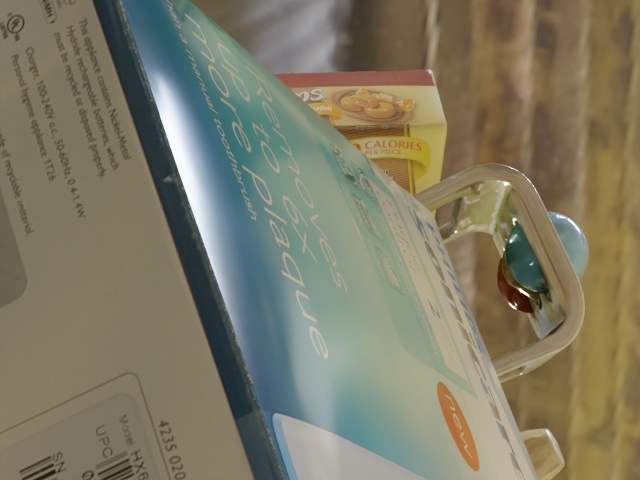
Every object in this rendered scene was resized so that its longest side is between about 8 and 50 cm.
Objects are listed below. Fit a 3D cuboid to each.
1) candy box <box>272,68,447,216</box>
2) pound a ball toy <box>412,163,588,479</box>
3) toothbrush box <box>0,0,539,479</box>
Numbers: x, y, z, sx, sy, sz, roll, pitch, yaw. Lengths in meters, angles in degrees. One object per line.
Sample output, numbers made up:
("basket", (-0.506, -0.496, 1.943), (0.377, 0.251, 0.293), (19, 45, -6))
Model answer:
("candy box", (0.000, 0.000, 1.603), (0.087, 0.183, 0.316), (-102, 13, -48))
("pound a ball toy", (0.131, 0.071, 1.264), (0.319, 0.136, 0.208), (60, -175, -82))
("toothbrush box", (-0.025, 0.069, 0.569), (0.295, 0.126, 0.216), (38, -151, -63))
